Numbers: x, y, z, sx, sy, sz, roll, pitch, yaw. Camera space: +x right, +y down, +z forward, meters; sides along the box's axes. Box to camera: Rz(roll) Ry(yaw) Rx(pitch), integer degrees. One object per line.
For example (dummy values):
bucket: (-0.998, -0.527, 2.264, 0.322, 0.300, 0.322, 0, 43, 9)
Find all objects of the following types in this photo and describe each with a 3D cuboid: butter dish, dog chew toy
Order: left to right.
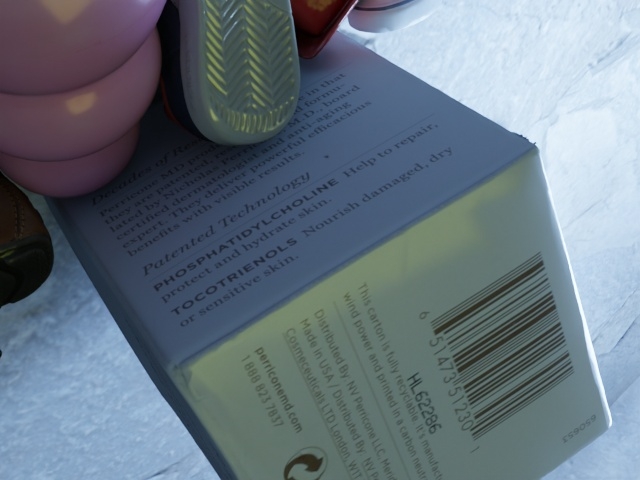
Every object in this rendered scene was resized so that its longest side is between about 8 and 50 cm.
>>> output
dog chew toy: (-0.213, -0.158, 0.920, 0.206, 0.206, 0.332, -31, 151, -22)
butter dish: (-0.019, -0.271, 1.080, 0.118, 0.160, 0.160, 33, 100, -33)

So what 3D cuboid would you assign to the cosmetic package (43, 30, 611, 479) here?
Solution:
cosmetic package: (-0.004, 0.051, 1.082, 0.327, 0.393, 0.329, -32, 125, -12)

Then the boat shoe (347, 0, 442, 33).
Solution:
boat shoe: (0.087, -0.293, 1.148, 0.258, 0.095, 0.084, -62, 147, -45)

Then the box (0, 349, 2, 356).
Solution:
box: (-0.421, 0.178, 1.111, 0.175, 0.051, 0.220, 3, 123, -48)

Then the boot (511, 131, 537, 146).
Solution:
boot: (0.218, -0.014, 1.625, 0.207, 0.094, 0.246, -29, 137, -18)

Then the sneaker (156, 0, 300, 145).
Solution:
sneaker: (-0.091, -0.256, 0.996, 0.131, 0.148, 0.350, 5, 92, -31)

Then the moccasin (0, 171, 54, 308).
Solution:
moccasin: (-0.405, 0.042, 0.931, 0.380, 0.147, 0.139, -32, 157, -23)
